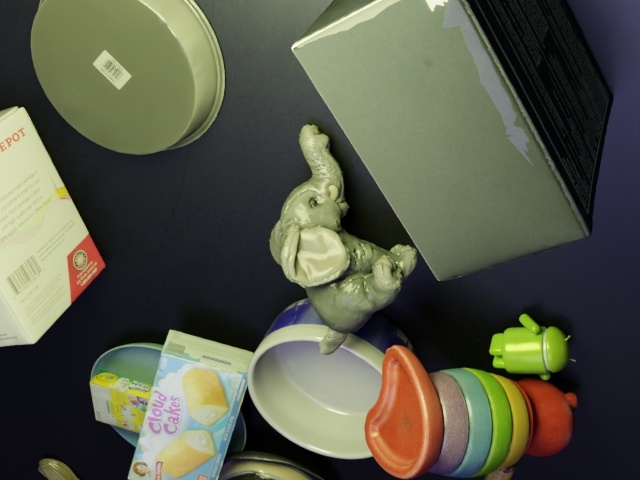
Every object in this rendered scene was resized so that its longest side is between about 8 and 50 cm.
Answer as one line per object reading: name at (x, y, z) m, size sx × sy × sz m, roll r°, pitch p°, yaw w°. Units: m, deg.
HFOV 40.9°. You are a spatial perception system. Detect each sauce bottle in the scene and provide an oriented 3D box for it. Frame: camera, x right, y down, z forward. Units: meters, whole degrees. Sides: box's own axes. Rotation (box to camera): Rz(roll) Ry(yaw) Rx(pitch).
sauce bottle at (0.294, 0.404, 1.438) m, size 0.042 × 0.042 × 0.128 m, roll 18°, pitch 132°, yaw 10°

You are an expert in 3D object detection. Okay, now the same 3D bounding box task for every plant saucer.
plant saucer at (-0.278, 0.305, 1.604) m, size 0.317 × 0.044 × 0.318 m, roll 12°, pitch 128°, yaw 15°

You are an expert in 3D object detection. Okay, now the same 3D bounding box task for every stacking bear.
stacking bear at (0.236, 0.258, 1.239) m, size 0.289 × 0.164 × 0.175 m, roll 4°, pitch 115°, yaw -24°

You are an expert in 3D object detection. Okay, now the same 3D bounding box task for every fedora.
fedora at (-0.106, 0.545, 1.610) m, size 0.334 × 0.152 × 0.334 m, roll 8°, pitch 133°, yaw 9°

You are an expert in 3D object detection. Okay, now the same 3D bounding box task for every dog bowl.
dog bowl at (0.023, 0.221, 1.374) m, size 0.264 × 0.104 × 0.265 m, roll 12°, pitch 129°, yaw 15°

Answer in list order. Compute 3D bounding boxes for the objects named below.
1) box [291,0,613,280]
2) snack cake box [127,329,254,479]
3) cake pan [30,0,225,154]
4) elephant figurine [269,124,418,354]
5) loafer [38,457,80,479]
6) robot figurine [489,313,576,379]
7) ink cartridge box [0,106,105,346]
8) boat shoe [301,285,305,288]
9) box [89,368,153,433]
box at (0.157, -0.171, 0.902) m, size 0.182 × 0.294 × 0.296 m, roll -20°, pitch 114°, yaw 33°
snack cake box at (-0.223, 0.300, 1.467) m, size 0.152 × 0.089 × 0.264 m, roll 16°, pitch 112°, yaw -6°
cake pan at (-0.276, -0.243, 1.188) m, size 0.293 × 0.054 × 0.293 m, roll 11°, pitch 128°, yaw 15°
elephant figurine at (0.000, 0.000, 1.189) m, size 0.239 × 0.186 × 0.169 m, roll 40°, pitch 142°, yaw -11°
loafer at (-0.565, 0.537, 1.892) m, size 0.148 × 0.050 × 0.056 m, roll 42°, pitch 129°, yaw -10°
robot figurine at (0.304, 0.157, 1.232) m, size 0.115 × 0.067 × 0.101 m, roll -6°, pitch 120°, yaw 26°
ink cartridge box at (-0.496, -0.019, 1.328) m, size 0.131 × 0.226 × 0.306 m, roll -9°, pitch 117°, yaw 27°
boat shoe at (0.020, 0.058, 1.288) m, size 0.153 × 0.056 × 0.048 m, roll 29°, pitch 122°, yaw -2°
box at (-0.329, 0.305, 1.571) m, size 0.179 × 0.043 × 0.105 m, roll 15°, pitch 128°, yaw 15°
